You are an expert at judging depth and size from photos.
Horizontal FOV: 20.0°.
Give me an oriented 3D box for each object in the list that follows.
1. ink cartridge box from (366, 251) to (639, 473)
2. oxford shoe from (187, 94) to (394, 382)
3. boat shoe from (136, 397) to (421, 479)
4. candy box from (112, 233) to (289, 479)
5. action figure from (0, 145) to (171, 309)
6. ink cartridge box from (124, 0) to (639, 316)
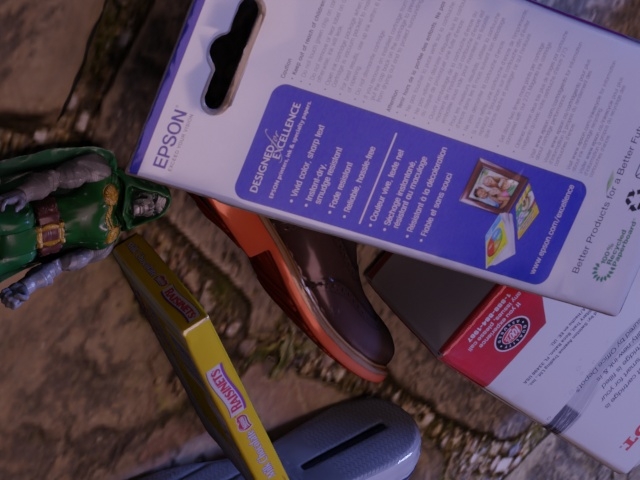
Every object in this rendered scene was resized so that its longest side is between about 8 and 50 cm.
[{"bbox_3d":[0.199,0.036,1.380,0.197,0.114,0.273,-49,134,7],"label":"ink cartridge box"},{"bbox_3d":[0.000,0.000,1.234,0.098,0.097,0.271,-42,135,-6],"label":"oxford shoe"},{"bbox_3d":[-0.051,0.216,1.355,0.302,0.109,0.094,-19,133,-25],"label":"boat shoe"},{"bbox_3d":[-0.076,0.095,1.244,0.027,0.105,0.206,-32,135,-10],"label":"candy box"},{"bbox_3d":[-0.198,-0.004,1.123,0.232,0.063,0.137,-18,128,-27],"label":"action figure"},{"bbox_3d":[0.067,-0.079,1.135,0.371,0.069,0.176,15,104,-30],"label":"ink cartridge box"}]
